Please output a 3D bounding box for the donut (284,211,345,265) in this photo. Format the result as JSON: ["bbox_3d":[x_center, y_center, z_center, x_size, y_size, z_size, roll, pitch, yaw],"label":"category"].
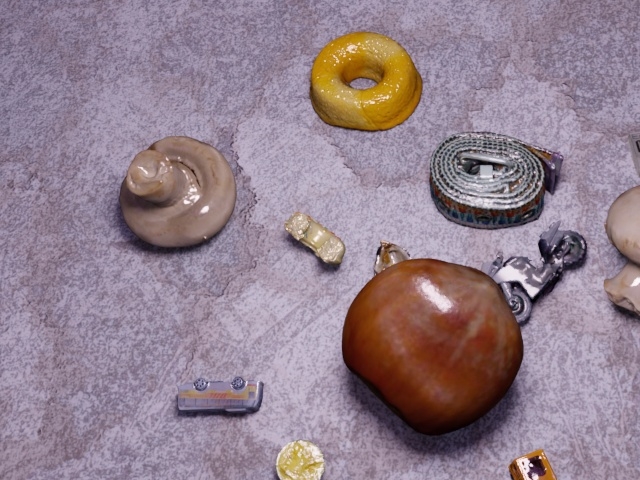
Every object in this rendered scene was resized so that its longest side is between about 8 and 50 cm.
[{"bbox_3d":[0.000,-0.001,1.999,0.166,0.108,0.065,37,95,25],"label":"donut"}]

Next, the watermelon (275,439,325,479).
[{"bbox_3d":[-0.042,0.479,1.792,0.105,0.062,0.106,0,62,0],"label":"watermelon"}]

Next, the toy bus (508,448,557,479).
[{"bbox_3d":[0.450,0.521,1.685,0.083,0.088,0.195,-20,62,-3],"label":"toy bus"}]

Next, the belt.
[{"bbox_3d":[0.399,-0.142,1.985,0.294,0.160,0.207,16,67,16],"label":"belt"}]

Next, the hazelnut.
[{"bbox_3d":[0.226,0.205,1.735,0.365,0.366,0.366,-3,63,7],"label":"hazelnut"}]

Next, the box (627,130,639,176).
[{"bbox_3d":[0.841,-0.218,2.031,0.177,0.036,0.115,-8,63,4],"label":"box"}]

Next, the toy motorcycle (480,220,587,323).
[{"bbox_3d":[0.469,0.059,1.909,0.159,0.106,0.270,41,79,18],"label":"toy motorcycle"}]

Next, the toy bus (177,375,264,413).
[{"bbox_3d":[-0.223,0.346,1.886,0.190,0.064,0.075,-2,69,7],"label":"toy bus"}]

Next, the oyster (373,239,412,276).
[{"bbox_3d":[0.174,0.067,1.974,0.103,0.051,0.148,-10,78,0],"label":"oyster"}]

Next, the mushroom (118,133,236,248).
[{"bbox_3d":[-0.353,-0.138,2.020,0.292,0.290,0.293,-3,68,7],"label":"mushroom"}]

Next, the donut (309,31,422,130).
[{"bbox_3d":[0.114,-0.421,2.198,0.302,0.110,0.303,-4,63,7],"label":"donut"}]

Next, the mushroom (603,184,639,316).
[{"bbox_3d":[0.742,0.031,1.825,0.297,0.297,0.290,30,108,21],"label":"mushroom"}]
